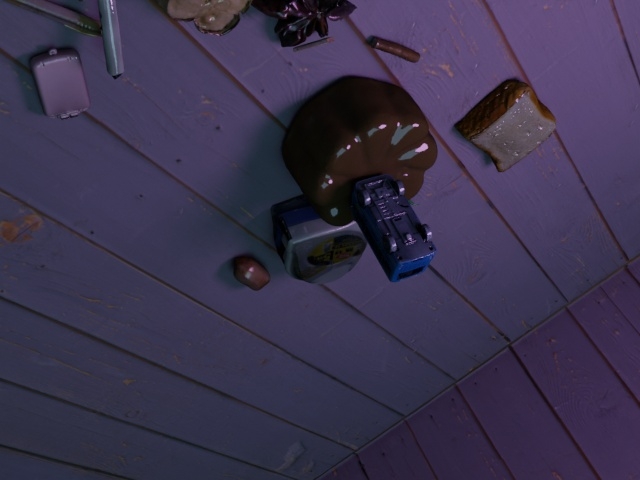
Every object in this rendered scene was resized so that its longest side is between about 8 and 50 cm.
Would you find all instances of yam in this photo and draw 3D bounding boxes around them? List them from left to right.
[{"bbox_3d":[0.180,-0.455,2.011,0.145,0.032,0.032,8,130,-40],"label":"yam"}]

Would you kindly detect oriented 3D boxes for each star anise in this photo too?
[{"bbox_3d":[-0.021,-0.496,1.755,0.212,0.129,0.283,-34,161,9],"label":"star anise"}]

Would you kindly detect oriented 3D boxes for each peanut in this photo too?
[{"bbox_3d":[-0.193,0.096,2.383,0.076,0.076,0.152,-37,140,10],"label":"peanut"}]

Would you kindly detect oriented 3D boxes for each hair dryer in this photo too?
[{"bbox_3d":[-0.392,-0.420,1.608,0.131,0.073,0.236,-14,126,-21],"label":"hair dryer"}]

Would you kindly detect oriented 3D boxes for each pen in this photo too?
[{"bbox_3d":[-0.507,-0.431,1.592,0.233,0.032,0.040,14,149,-41],"label":"pen"}]

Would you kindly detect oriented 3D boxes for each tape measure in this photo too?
[{"bbox_3d":[0.001,-0.001,2.342,0.259,0.138,0.262,-14,141,-18],"label":"tape measure"}]

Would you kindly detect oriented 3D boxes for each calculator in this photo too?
[{"bbox_3d":[-0.526,-0.317,1.708,0.100,0.032,0.175,-17,141,-16],"label":"calculator"}]

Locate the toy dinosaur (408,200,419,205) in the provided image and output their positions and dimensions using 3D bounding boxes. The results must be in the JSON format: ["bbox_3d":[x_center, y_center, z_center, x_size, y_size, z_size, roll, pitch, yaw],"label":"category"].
[{"bbox_3d":[0.250,-0.119,2.463,0.083,0.021,0.062,-18,129,-12],"label":"toy dinosaur"}]

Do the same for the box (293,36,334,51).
[{"bbox_3d":[-0.015,-0.431,1.850,0.083,0.012,0.046,-11,-166,24],"label":"box"}]

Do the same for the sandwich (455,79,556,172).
[{"bbox_3d":[0.530,-0.318,2.357,0.226,0.087,0.251,-43,141,16],"label":"sandwich"}]

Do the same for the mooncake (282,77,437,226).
[{"bbox_3d":[0.106,-0.212,2.109,0.378,0.201,0.378,-19,143,-15],"label":"mooncake"}]

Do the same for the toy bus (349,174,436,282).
[{"bbox_3d":[0.166,-0.031,2.006,0.113,0.246,0.134,-17,150,-20],"label":"toy bus"}]

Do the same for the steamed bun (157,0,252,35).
[{"bbox_3d":[-0.218,-0.506,1.634,0.177,0.106,0.192,4,141,-42],"label":"steamed bun"}]
